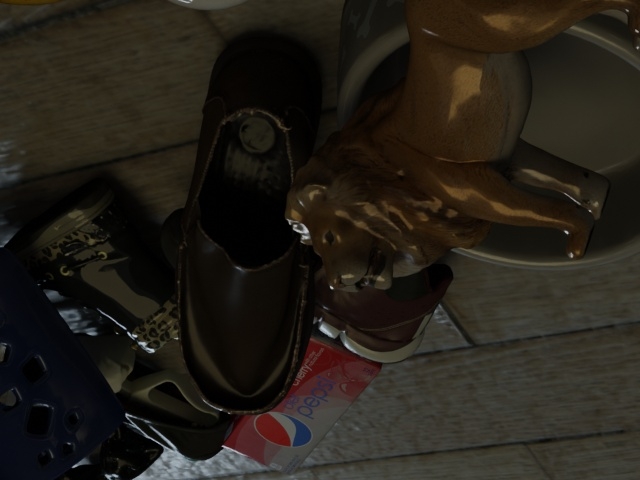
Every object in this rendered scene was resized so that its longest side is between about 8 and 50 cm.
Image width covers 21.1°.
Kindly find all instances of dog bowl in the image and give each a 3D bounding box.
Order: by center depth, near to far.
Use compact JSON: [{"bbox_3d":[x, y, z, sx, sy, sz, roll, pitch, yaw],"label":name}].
[{"bbox_3d":[0.172,-0.109,1.423,0.349,0.102,0.349,10,141,8],"label":"dog bowl"}]

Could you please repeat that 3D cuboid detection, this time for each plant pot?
[{"bbox_3d":[-0.382,0.162,1.731,0.236,0.212,0.236,-6,124,44],"label":"plant pot"}]

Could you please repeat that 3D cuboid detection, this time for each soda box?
[{"bbox_3d":[-0.015,0.148,1.820,0.092,0.083,0.263,24,142,-8],"label":"soda box"}]

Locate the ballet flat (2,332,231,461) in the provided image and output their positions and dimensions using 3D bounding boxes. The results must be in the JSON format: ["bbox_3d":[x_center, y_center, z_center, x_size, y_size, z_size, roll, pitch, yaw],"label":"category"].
[{"bbox_3d":[-0.211,0.157,1.911,0.280,0.095,0.096,26,132,-27],"label":"ballet flat"}]

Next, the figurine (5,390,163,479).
[{"bbox_3d":[-0.321,0.253,2.077,0.215,0.092,0.209,31,132,-15],"label":"figurine"}]

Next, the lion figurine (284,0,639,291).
[{"bbox_3d":[0.111,-0.114,1.276,0.240,0.142,0.392,19,128,10],"label":"lion figurine"}]

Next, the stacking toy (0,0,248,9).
[{"bbox_3d":[-0.240,-0.285,1.273,0.480,0.350,0.350,19,146,-32],"label":"stacking toy"}]

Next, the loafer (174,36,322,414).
[{"bbox_3d":[-0.075,0.007,1.529,0.134,0.130,0.366,5,115,6],"label":"loafer"}]

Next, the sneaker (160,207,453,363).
[{"bbox_3d":[0.000,0.000,1.641,0.281,0.106,0.162,22,131,-14],"label":"sneaker"}]

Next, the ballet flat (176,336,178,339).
[{"bbox_3d":[-0.128,0.082,1.804,0.168,0.057,0.052,6,144,14],"label":"ballet flat"}]

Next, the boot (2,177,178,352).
[{"bbox_3d":[-0.243,0.054,1.766,0.178,0.085,0.236,47,131,-13],"label":"boot"}]
